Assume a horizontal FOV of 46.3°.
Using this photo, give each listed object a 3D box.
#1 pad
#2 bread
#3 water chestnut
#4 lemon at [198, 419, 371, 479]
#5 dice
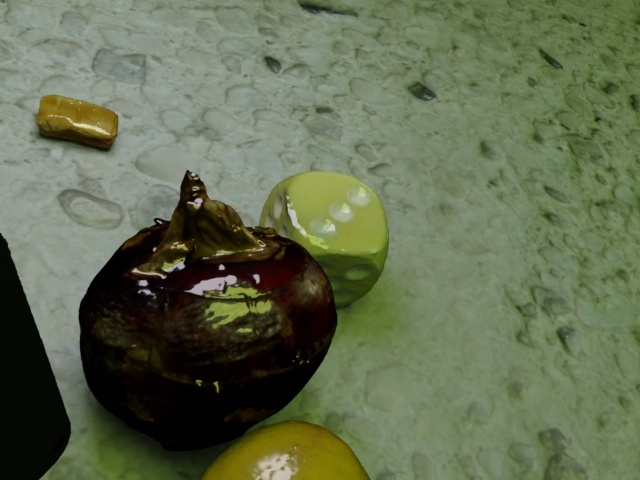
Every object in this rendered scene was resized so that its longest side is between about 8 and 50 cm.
[{"bbox_3d":[-0.417,0.192,0.757,0.063,0.376,0.315,19,42,23],"label":"pad"},{"bbox_3d":[-0.405,-0.199,1.252,0.132,0.053,0.074,13,50,-17],"label":"bread"},{"bbox_3d":[-0.145,0.071,0.964,0.334,0.347,0.335,-4,18,1],"label":"water chestnut"},{"bbox_3d":[-0.048,0.341,0.876,0.235,0.236,0.263,24,70,-6],"label":"lemon"},{"bbox_3d":[0.000,0.000,1.203,0.169,0.169,0.166,4,52,-22],"label":"dice"}]
